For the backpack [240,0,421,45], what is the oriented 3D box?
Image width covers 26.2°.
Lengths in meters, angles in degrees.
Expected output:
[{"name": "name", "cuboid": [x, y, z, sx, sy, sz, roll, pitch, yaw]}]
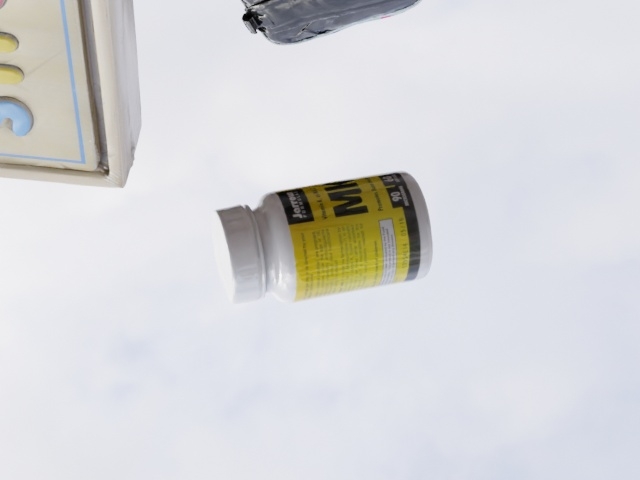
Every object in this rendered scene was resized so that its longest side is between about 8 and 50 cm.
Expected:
[{"name": "backpack", "cuboid": [0.017, -0.375, 1.699, 0.253, 0.225, 0.191, -7, -133, 25]}]

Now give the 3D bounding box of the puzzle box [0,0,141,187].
[{"name": "puzzle box", "cuboid": [-0.222, -0.182, 0.588, 0.272, 0.409, 0.052, 5, -129, 1]}]

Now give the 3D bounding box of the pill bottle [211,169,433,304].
[{"name": "pill bottle", "cuboid": [0.000, 0.000, 1.412, 0.208, 0.119, 0.119, -10, -149, -13]}]
